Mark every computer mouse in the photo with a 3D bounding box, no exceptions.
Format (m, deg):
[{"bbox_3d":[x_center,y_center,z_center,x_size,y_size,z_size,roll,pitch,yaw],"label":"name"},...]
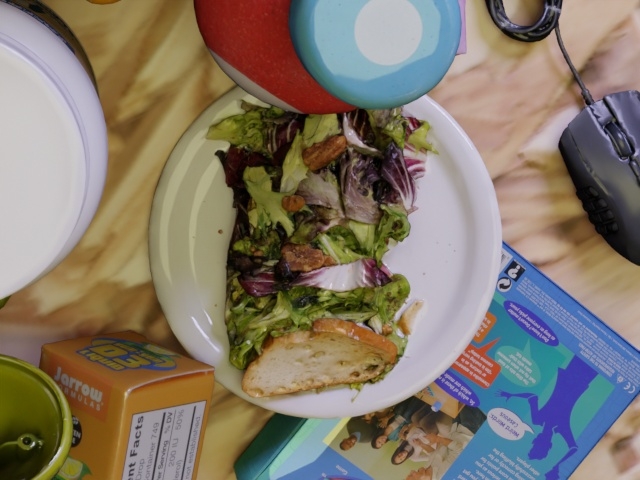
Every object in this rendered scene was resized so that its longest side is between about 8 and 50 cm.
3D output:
[{"bbox_3d":[0.158,-0.089,0.826,0.071,0.041,0.242,-31,106,-1],"label":"computer mouse"}]

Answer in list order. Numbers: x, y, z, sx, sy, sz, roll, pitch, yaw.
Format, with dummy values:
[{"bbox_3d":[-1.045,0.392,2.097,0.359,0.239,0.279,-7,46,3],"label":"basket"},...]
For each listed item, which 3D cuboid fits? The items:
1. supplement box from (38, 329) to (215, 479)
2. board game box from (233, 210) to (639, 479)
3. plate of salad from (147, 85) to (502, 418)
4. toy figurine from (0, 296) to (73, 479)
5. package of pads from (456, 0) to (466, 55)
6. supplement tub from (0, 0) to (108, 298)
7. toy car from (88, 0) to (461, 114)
[{"bbox_3d":[-0.126,0.173,0.804,0.080,0.078,0.233,-1,106,-53],"label":"supplement box"},{"bbox_3d":[0.075,0.106,0.854,0.160,0.047,0.210,38,93,-16],"label":"board game box"},{"bbox_3d":[0.000,0.000,0.790,0.199,0.048,0.200,0,90,7],"label":"plate of salad"},{"bbox_3d":[-0.324,0.143,0.771,0.362,0.191,0.217,-5,135,-16],"label":"toy figurine"},{"bbox_3d":[0.055,-0.144,0.798,0.050,0.032,0.083,-4,104,-7],"label":"package of pads"},{"bbox_3d":[-0.176,-0.051,0.690,0.144,0.200,0.144,-3,104,-10],"label":"supplement tub"},{"bbox_3d":[-0.076,-0.158,0.674,0.238,0.219,0.210,-6,105,-8],"label":"toy car"}]
